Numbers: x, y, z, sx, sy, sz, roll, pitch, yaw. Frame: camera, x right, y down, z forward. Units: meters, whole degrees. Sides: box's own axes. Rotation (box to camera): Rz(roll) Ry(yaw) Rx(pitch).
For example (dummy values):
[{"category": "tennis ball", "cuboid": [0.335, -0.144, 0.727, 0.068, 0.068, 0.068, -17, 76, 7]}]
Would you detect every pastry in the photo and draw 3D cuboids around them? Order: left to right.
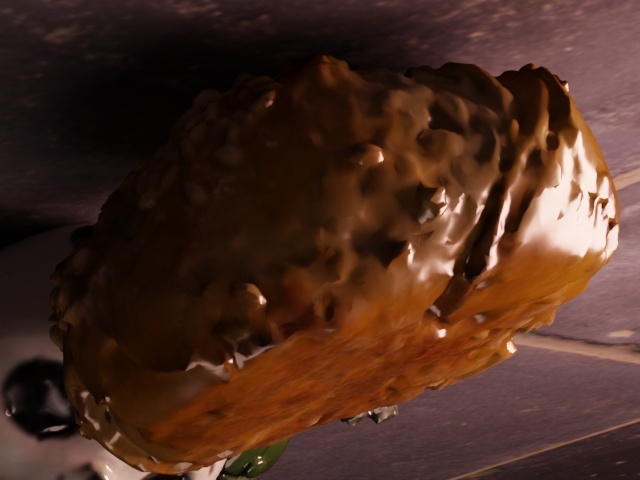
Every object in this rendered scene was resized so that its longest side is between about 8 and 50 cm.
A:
[{"category": "pastry", "cuboid": [0.000, 0.000, 0.961, 0.311, 0.162, 0.255, -11, 155, -34]}]

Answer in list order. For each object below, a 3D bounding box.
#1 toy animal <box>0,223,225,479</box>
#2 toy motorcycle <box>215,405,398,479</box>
[{"category": "toy animal", "cuboid": [-0.175, 0.111, 1.123, 0.267, 0.212, 0.212, -20, 161, 37]}, {"category": "toy motorcycle", "cuboid": [-0.060, 0.105, 1.315, 0.275, 0.127, 0.205, -27, 160, 33]}]
